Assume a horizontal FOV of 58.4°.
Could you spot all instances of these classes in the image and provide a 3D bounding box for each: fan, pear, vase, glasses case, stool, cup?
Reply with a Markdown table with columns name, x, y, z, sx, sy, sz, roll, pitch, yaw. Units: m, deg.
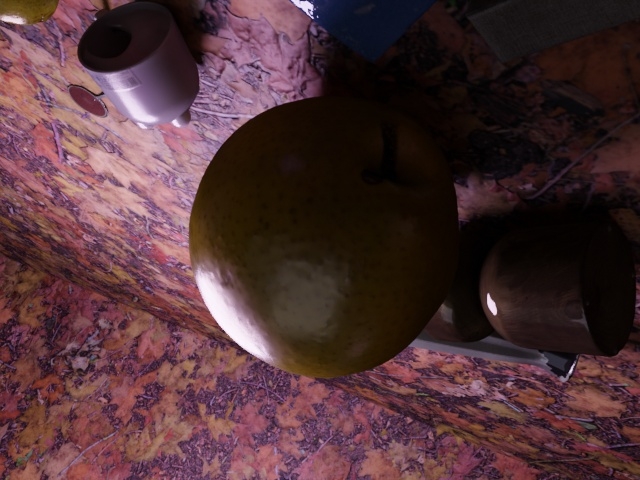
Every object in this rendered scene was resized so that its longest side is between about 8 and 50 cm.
| name | x | y | z | sx | sy | sz | roll | pitch | yaw |
| --- | --- | --- | --- | --- | --- | --- | --- | --- | --- |
| fan | -0.426 | -0.263 | 1.072 | 0.133 | 0.005 | 0.085 | 0 | 144 | 46 |
| pear | 0.000 | 0.000 | 0.766 | 0.363 | 0.362 | 0.418 | 32 | 150 | -13 |
| vase | 0.280 | 0.149 | 1.056 | 0.361 | 0.165 | 0.165 | 15 | 154 | 12 |
| pear | -0.416 | -0.355 | 0.753 | 0.141 | 0.141 | 0.104 | 27 | 115 | -3 |
| glasses case | 0.230 | -0.216 | 0.482 | 0.071 | 0.047 | 0.205 | 37 | 154 | -32 |
| stool | 0.289 | 0.067 | 0.833 | 0.264 | 0.179 | 0.179 | -4 | 142 | 48 |
| cup | -0.257 | -0.237 | 0.808 | 0.174 | 0.134 | 0.142 | 15 | 155 | 21 |

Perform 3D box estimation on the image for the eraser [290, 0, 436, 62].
| name | x | y | z | sx | sy | sz | roll | pitch | yaw |
| --- | --- | --- | --- | --- | --- | --- | --- | --- | --- |
| eraser | 0.075 | -0.281 | 0.503 | 0.144 | 0.042 | 0.312 | 33 | 155 | -16 |
